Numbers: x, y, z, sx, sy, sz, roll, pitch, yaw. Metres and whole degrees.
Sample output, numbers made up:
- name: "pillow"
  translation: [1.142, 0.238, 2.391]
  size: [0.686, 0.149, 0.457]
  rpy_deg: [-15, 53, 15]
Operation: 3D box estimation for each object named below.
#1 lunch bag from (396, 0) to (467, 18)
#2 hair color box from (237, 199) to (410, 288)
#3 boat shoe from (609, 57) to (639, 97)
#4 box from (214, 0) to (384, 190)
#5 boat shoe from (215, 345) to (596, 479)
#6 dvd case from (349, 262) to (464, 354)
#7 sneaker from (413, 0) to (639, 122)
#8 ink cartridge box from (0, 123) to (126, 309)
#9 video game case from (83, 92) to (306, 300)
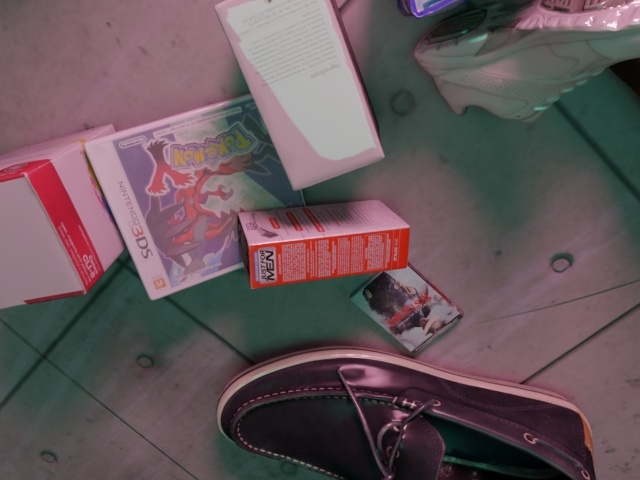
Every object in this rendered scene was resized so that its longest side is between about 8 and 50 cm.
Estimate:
- name: "lunch bag"
  translation: [0.131, -0.252, 0.432]
  size: [0.151, 0.129, 0.096]
  rpy_deg: [-23, 112, 12]
- name: "hair color box"
  translation: [0.000, 0.000, 0.552]
  size: [0.167, 0.093, 0.053]
  rpy_deg: [-5, 114, -14]
- name: "boat shoe"
  translation: [0.353, -0.154, 0.472]
  size: [0.285, 0.104, 0.089]
  rpy_deg: [43, 106, -11]
- name: "box"
  translation: [-0.011, -0.155, 0.487]
  size: [0.091, 0.130, 0.171]
  rpy_deg: [-18, 111, 12]
- name: "boat shoe"
  translation: [0.107, 0.258, 0.657]
  size: [0.499, 0.156, 0.187]
  rpy_deg: [8, 117, 2]
- name: "dvd case"
  translation: [0.109, 0.083, 0.651]
  size: [0.119, 0.013, 0.087]
  rpy_deg: [41, 111, -14]
- name: "sneaker"
  translation: [0.203, -0.161, 0.459]
  size: [0.232, 0.090, 0.115]
  rpy_deg: [11, 146, 48]
- name: "ink cartridge box"
  translation: [-0.285, -0.031, 0.543]
  size: [0.128, 0.176, 0.127]
  rpy_deg: [-11, 116, 11]
- name: "video game case"
  translation: [-0.121, -0.049, 0.562]
  size: [0.201, 0.023, 0.184]
  rpy_deg: [-21, 114, -13]
